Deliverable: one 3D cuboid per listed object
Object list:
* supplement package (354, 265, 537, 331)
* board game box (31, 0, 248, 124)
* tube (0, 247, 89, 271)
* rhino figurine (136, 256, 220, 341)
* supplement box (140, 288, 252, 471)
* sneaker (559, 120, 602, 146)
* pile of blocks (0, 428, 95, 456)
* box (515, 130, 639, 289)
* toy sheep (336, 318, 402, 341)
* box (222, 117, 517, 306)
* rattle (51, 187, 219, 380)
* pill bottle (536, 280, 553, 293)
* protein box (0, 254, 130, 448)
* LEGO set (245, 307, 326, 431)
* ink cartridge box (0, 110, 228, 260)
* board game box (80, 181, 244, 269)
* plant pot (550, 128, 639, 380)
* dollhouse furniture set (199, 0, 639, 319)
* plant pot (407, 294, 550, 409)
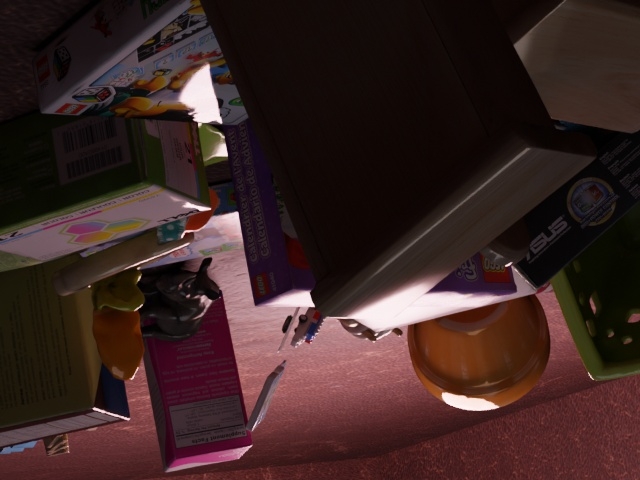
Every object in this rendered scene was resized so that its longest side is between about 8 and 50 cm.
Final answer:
[{"bbox_3d":[0.111,-0.005,1.756,0.204,0.145,0.262,-15,165,13],"label":"supplement package"},{"bbox_3d":[-0.057,-0.168,1.177,0.193,0.053,0.305,0,162,-40],"label":"board game box"},{"bbox_3d":[-0.349,0.008,1.640,0.240,0.062,0.070,-15,127,27],"label":"tube"},{"bbox_3d":[-0.182,0.073,1.978,0.106,0.073,0.243,-3,163,-17],"label":"rhino figurine"},{"bbox_3d":[-0.173,0.190,2.133,0.114,0.220,0.111,-7,166,-15],"label":"supplement box"},{"bbox_3d":[0.185,-0.155,1.353,0.087,0.092,0.229,-12,154,12],"label":"sneaker"},{"bbox_3d":[-0.447,0.245,2.283,0.362,0.149,0.112,-21,163,36],"label":"pile of blocks"},{"bbox_3d":[0.287,-0.074,1.459,0.270,0.060,0.216,-43,176,12],"label":"box"},{"bbox_3d":[0.075,0.102,2.263,0.091,0.091,0.132,-22,168,37],"label":"toy sheep"},{"bbox_3d":[0.047,-0.041,1.451,0.293,0.201,0.057,3,160,-43],"label":"box"},{"bbox_3d":[-0.167,0.047,1.600,0.199,0.143,0.130,-20,164,27],"label":"rattle"},{"bbox_3d":[0.310,0.003,1.990,0.221,0.121,0.121,-4,164,-27],"label":"pill bottle"},{"bbox_3d":[-0.342,0.120,1.772,0.201,0.200,0.136,-13,166,8],"label":"protein box"},{"bbox_3d":[-0.022,0.136,2.107,0.060,0.244,0.182,23,-176,4],"label":"LEGO set"},{"bbox_3d":[-0.186,-0.047,1.457,0.188,0.097,0.255,-17,164,20],"label":"ink cartridge box"},{"bbox_3d":[-0.156,-0.013,1.729,0.211,0.039,0.160,-11,166,2],"label":"board game box"},{"bbox_3d":[0.364,-0.014,1.699,0.228,0.227,0.207,-17,-157,17],"label":"plant pot"},{"bbox_3d":[0.145,-0.099,1.027,0.394,0.256,0.362,5,144,-45],"label":"dollhouse furniture set"},{"bbox_3d":[0.217,0.110,2.225,0.205,0.205,0.188,-12,150,4],"label":"plant pot"}]
